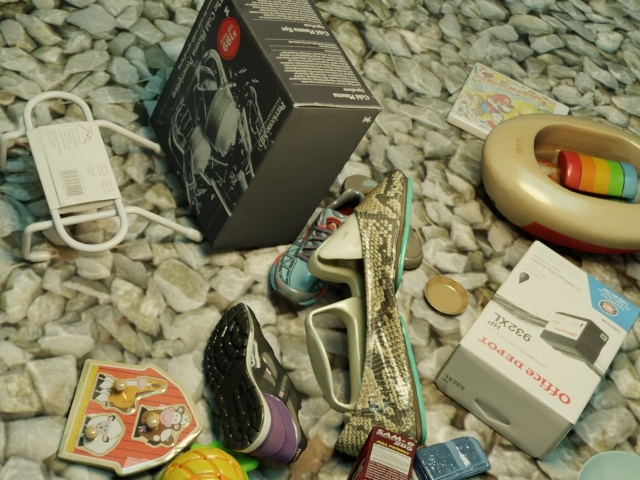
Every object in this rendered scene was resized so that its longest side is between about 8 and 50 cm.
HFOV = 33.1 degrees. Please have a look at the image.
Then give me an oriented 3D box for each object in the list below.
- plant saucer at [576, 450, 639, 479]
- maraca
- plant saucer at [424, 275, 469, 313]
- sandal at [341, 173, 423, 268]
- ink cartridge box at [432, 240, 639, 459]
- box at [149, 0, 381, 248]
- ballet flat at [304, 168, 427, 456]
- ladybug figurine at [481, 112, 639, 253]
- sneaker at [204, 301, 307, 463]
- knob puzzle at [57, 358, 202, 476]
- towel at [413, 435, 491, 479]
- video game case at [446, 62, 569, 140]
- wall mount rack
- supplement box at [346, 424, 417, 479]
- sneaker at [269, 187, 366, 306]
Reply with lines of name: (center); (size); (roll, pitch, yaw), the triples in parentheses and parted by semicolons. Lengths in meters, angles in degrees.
plant saucer: (0.488, 0.429, 1.709); (0.195, 0.037, 0.195); (10, 49, -12)
maraca: (-0.159, 0.337, 1.520); (0.127, 0.099, 0.185); (14, 23, 12)
plant saucer: (0.221, 0.100, 1.905); (0.083, 0.015, 0.083); (10, 49, -12)
sandal: (0.120, -0.044, 1.960); (0.090, 0.060, 0.219); (-13, 57, -29)
ink cartridge box: (0.369, 0.178, 1.815); (0.223, 0.129, 0.307); (35, 49, 11)
box: (-0.107, -0.213, 1.817); (0.179, 0.343, 0.312); (-5, 52, -38)
ballet flat: (0.065, 0.104, 1.699); (0.182, 0.164, 0.482); (2, 70, -7)
ladybug figurine: (0.510, -0.094, 2.072); (0.449, 0.162, 0.305); (13, 48, -8)
sneaker: (-0.095, 0.225, 1.655); (0.124, 0.107, 0.283); (31, 29, -35)
knob puzzle: (-0.268, 0.254, 1.574); (0.213, 0.030, 0.213); (4, 48, -5)
towel: (0.204, 0.344, 1.684); (0.119, 0.029, 0.067); (-10, 55, -26)
video game case: (0.398, -0.267, 2.270); (0.227, 0.026, 0.206); (27, 48, 4)
wall mount rack: (-0.363, -0.094, 1.796); (0.304, 0.130, 0.350); (-10, 55, -22)
supplement box: (0.065, 0.388, 1.499); (0.073, 0.130, 0.239); (22, 34, 0)
sneaker: (0.000, 0.000, 1.837); (0.104, 0.125, 0.262); (29, 48, 7)
